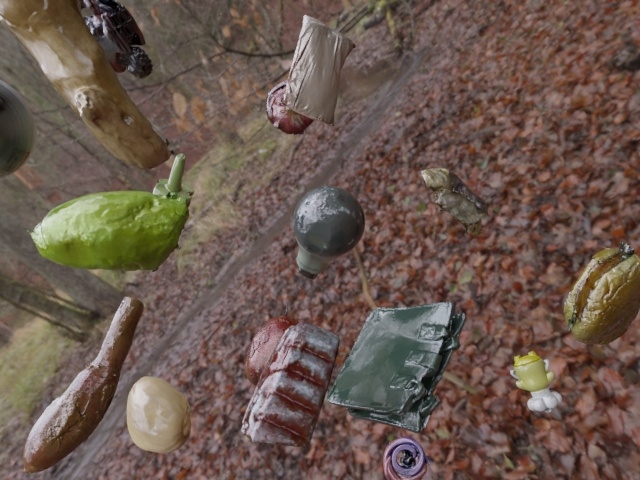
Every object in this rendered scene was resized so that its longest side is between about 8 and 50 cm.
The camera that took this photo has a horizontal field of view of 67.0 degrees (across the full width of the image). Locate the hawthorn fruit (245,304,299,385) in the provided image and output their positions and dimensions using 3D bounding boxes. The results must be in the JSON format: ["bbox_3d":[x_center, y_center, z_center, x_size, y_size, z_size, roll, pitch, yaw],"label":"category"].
[{"bbox_3d":[-0.108,0.277,1.272,0.181,0.181,0.235,-23,56,48],"label":"hawthorn fruit"}]

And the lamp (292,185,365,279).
[{"bbox_3d":[-0.014,-0.011,1.260,0.314,0.181,0.182,-45,13,41],"label":"lamp"}]

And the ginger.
[{"bbox_3d":[-0.225,-0.204,0.382,0.081,0.334,0.148,-27,1,-18],"label":"ginger"}]

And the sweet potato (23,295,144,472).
[{"bbox_3d":[-0.476,0.303,1.014,0.109,0.109,0.386,-12,44,58],"label":"sweet potato"}]

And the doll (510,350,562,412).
[{"bbox_3d":[0.585,0.386,1.311,0.106,0.163,0.062,-24,-12,19],"label":"doll"}]

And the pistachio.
[{"bbox_3d":[-0.388,0.408,1.138,0.200,0.117,0.145,35,62,28],"label":"pistachio"}]

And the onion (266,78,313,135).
[{"bbox_3d":[-0.088,-0.445,1.611,0.184,0.184,0.147,-37,2,20],"label":"onion"}]

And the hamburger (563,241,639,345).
[{"bbox_3d":[0.782,0.153,1.330,0.132,0.211,0.309,37,108,46],"label":"hamburger"}]

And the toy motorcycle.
[{"bbox_3d":[-0.614,-0.621,1.299,0.206,0.401,0.134,0,40,29],"label":"toy motorcycle"}]

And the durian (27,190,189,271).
[{"bbox_3d":[-0.509,-0.013,1.177,0.339,0.205,0.255,-5,-11,-35],"label":"durian"}]

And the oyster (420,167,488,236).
[{"bbox_3d":[0.443,-0.131,1.558,0.110,0.341,0.166,-42,20,21],"label":"oyster"}]

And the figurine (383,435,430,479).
[{"bbox_3d":[0.236,0.623,1.325,0.126,0.157,0.114,-13,38,1],"label":"figurine"}]

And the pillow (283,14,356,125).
[{"bbox_3d":[-0.003,-0.486,1.398,0.067,0.173,0.271,-117,44,-74],"label":"pillow"}]

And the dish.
[{"bbox_3d":[-0.846,-0.268,1.160,0.273,0.273,0.134,-45,27,-3],"label":"dish"}]

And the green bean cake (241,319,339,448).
[{"bbox_3d":[-0.056,0.247,0.778,0.233,0.097,0.199,117,176,-59],"label":"green bean cake"}]

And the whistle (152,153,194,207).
[{"bbox_3d":[-0.423,-0.108,1.367,0.131,0.106,0.289,-98,29,-62],"label":"whistle"}]

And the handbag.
[{"bbox_3d":[0.152,0.240,0.963,0.260,0.079,0.248,-20,32,57],"label":"handbag"}]
